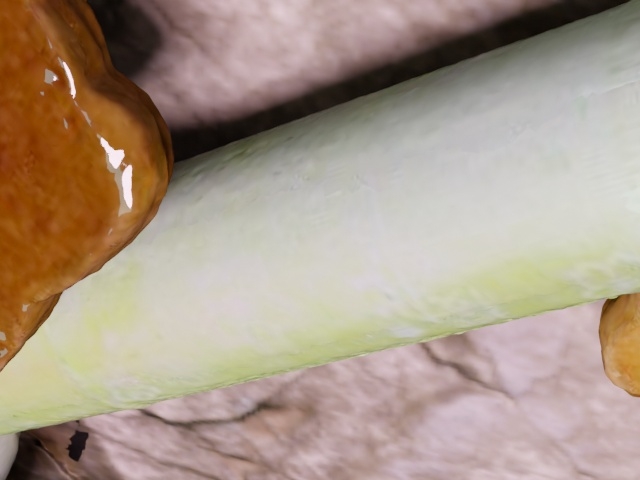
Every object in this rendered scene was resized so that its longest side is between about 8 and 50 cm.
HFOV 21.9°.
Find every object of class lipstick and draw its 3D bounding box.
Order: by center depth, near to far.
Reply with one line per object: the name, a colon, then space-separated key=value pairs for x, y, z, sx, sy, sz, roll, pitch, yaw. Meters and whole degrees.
lipstick: x=0.000 y=0.000 z=0.480 sx=0.304 sy=0.076 sz=0.076 roll=-16 pitch=127 yaw=36

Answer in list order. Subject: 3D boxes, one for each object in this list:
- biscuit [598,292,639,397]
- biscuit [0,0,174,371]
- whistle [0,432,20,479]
biscuit: x=0.207 y=0.042 z=0.462 sx=0.248 sy=0.035 sz=0.184 roll=-7 pitch=132 yaw=30
biscuit: x=-0.151 y=-0.050 z=0.485 sx=0.208 sy=0.041 sz=0.290 roll=48 pitch=124 yaw=-3
whistle: x=-0.209 y=0.065 z=0.656 sx=0.258 sy=0.067 sz=0.126 roll=-13 pitch=141 yaw=40
